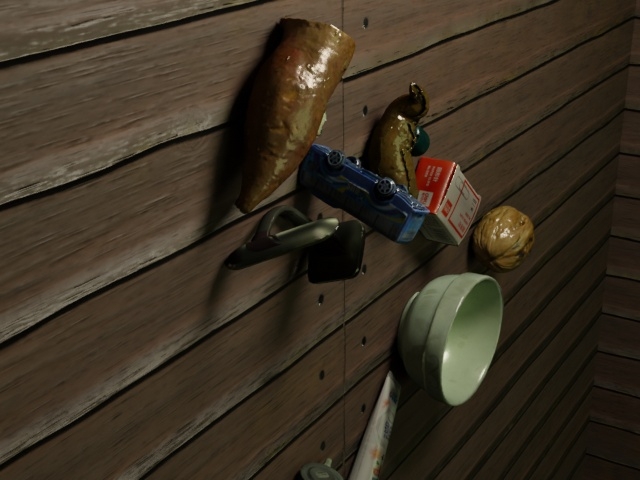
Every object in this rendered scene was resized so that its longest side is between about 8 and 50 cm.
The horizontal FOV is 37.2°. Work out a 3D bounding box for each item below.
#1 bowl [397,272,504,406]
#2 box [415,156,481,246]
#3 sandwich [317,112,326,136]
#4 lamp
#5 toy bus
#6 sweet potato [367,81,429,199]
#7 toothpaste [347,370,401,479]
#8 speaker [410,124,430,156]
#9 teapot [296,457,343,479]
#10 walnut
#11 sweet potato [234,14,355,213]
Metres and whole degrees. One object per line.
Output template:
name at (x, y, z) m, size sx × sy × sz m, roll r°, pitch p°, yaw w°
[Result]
bowl at (0.285, 0.214, 2.178) m, size 0.307 × 0.163 × 0.307 m, roll -31°, pitch 128°, yaw -51°
box at (0.270, -0.084, 2.101) m, size 0.182 × 0.099 × 0.133 m, roll 46°, pitch 63°, yaw -55°
sandwich at (-0.025, -0.228, 1.607) m, size 0.093 × 0.036 × 0.104 m, roll -10°, pitch 108°, yaw -57°
lamp at (-0.001, -0.007, 1.585) m, size 0.283 × 0.203 × 0.124 m, roll 14°, pitch 70°, yaw -56°
toy bus at (0.069, -0.083, 1.634) m, size 0.094 × 0.237 × 0.079 m, roll -61°, pitch 154°, yaw 7°
sweet potato at (0.150, -0.165, 1.867) m, size 0.124 × 0.098 × 0.310 m, roll -20°, pitch 126°, yaw -28°
toothpaste at (0.118, 0.451, 2.096) m, size 0.100 × 0.066 × 0.323 m, roll 54°, pitch 50°, yaw -53°
speaker at (0.176, -0.197, 1.957) m, size 0.094 × 0.060 × 0.075 m, roll -42°, pitch 151°, yaw 10°
teapot at (0.000, 0.496, 1.882) m, size 0.124 × 0.092 × 0.090 m, roll -6°, pitch 123°, yaw -52°
walnut at (0.469, -0.008, 2.428) m, size 0.184 × 0.155 × 0.155 m, roll -47°, pitch 139°, yaw -34°
sweet potato at (-0.058, -0.198, 1.477) m, size 0.336 × 0.131 × 0.131 m, roll -66°, pitch 148°, yaw -19°
